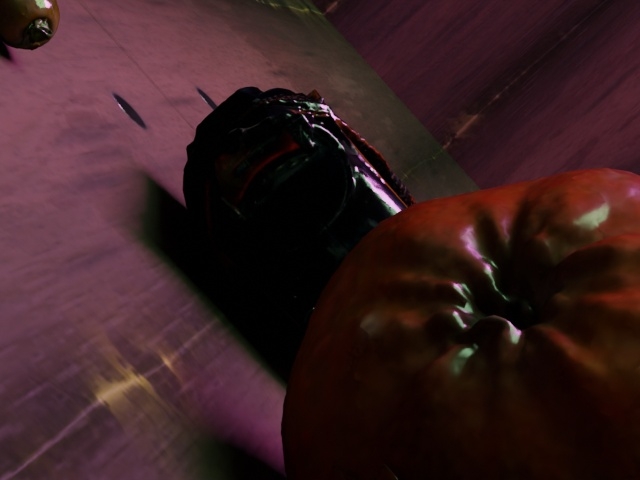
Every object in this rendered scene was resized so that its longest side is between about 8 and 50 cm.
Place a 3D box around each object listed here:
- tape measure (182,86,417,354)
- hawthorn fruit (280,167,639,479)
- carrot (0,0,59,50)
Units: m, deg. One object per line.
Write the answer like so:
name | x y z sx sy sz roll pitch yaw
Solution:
tape measure | 0.000 0.000 1.263 0.223 0.135 0.202 48 -2 -15
hawthorn fruit | 0.131 0.127 0.988 0.276 0.276 0.307 -116 -174 -62
carrot | -0.232 -0.200 1.291 0.049 0.049 0.254 40 8 -43
